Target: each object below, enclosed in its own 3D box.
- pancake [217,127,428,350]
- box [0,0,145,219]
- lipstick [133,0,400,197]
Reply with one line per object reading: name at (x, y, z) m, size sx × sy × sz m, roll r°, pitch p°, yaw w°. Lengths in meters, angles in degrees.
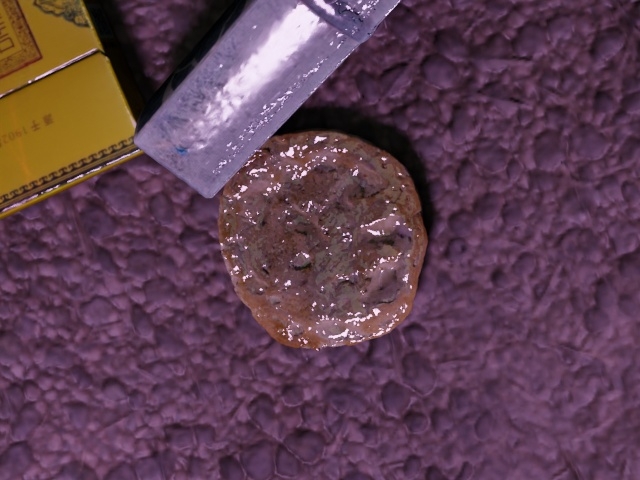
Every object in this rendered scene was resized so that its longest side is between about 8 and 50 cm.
pancake at (-0.001, 0.000, 1.299) m, size 0.152 × 0.025 × 0.151 m, roll 2°, pitch 97°, yaw 15°
box at (-0.231, -0.160, 1.341) m, size 0.153 × 0.041 × 0.279 m, roll -24°, pitch 89°, yaw 16°
lipstick at (-0.006, -0.144, 1.220) m, size 0.076 × 0.077 × 0.289 m, roll 35°, pitch 121°, yaw -15°
